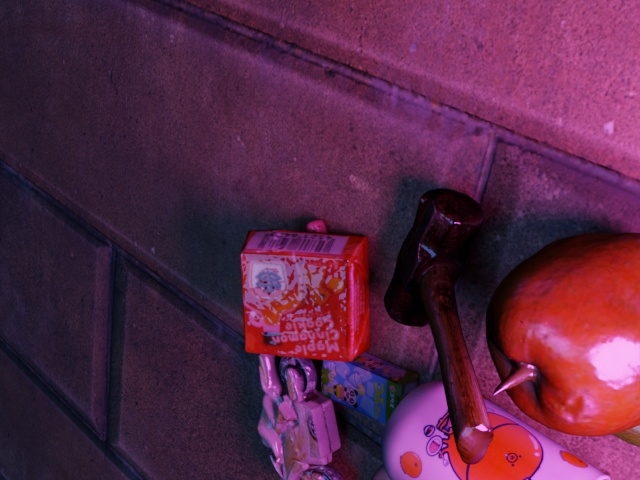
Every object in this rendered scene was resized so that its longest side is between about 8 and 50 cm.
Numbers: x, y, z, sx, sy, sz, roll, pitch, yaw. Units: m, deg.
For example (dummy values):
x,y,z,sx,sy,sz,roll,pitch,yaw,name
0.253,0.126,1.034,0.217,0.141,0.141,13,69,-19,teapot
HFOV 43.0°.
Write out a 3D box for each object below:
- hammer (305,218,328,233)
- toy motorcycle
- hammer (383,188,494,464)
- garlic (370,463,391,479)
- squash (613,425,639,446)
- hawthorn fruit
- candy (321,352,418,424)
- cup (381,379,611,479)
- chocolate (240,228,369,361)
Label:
x,y,z,sx,sy,sz,roll,pitch,yaw,name
0.000,0.000,1.542,0.043,0.043,0.083,-20,87,47,hammer
-0.053,0.383,1.675,0.223,0.107,0.341,-2,103,49,toy motorcycle
0.185,0.134,1.203,0.409,0.095,0.242,-94,18,-48,hammer
0.169,0.516,1.497,0.228,0.110,0.217,-2,98,46,garlic
0.408,0.228,1.186,0.219,0.068,0.077,37,144,30,squash
0.338,0.124,1.048,0.267,0.300,0.268,38,140,42,hawthorn fruit
0.089,0.271,1.525,0.194,0.062,0.097,17,114,41,candy
0.259,0.371,1.282,0.317,0.212,0.212,31,123,36,cup
-0.031,0.107,1.499,0.237,0.108,0.235,4,108,13,chocolate
